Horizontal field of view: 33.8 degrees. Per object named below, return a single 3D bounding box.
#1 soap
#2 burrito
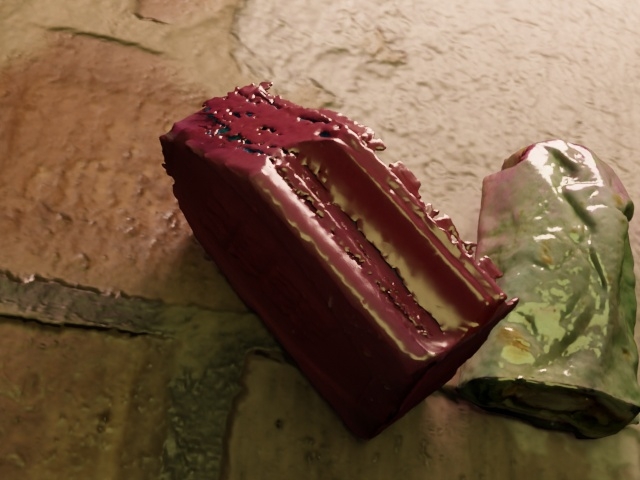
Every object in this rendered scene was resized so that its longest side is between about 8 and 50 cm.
[{"bbox_3d":[0.000,0.000,0.710,0.099,0.162,0.250,-33,72,-23],"label":"soap"},{"bbox_3d":[0.180,0.026,0.786,0.144,0.089,0.229,15,60,-11],"label":"burrito"}]
